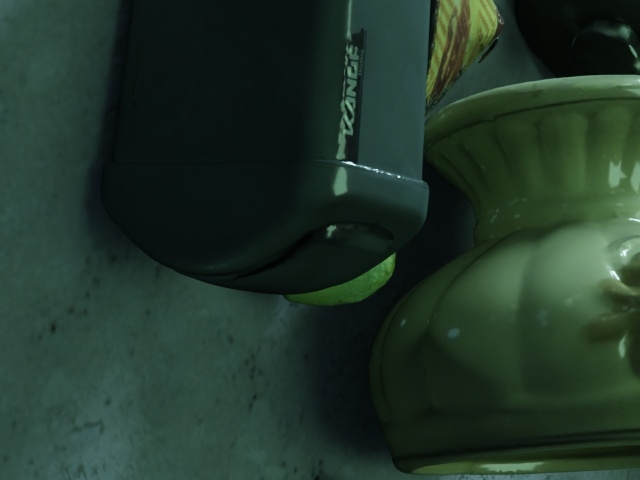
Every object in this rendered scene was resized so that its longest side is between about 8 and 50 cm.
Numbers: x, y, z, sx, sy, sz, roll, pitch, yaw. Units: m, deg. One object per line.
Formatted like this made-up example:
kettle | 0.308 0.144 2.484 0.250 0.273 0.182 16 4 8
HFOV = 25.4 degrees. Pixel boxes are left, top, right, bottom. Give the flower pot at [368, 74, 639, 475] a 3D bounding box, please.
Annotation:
flower pot | 0.180 0.029 0.962 0.307 0.307 0.244 11 71 -51

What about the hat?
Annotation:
hat | 0.073 -0.136 0.862 0.082 0.193 0.193 4 93 -14

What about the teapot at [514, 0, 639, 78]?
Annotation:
teapot | 0.274 -0.273 1.121 0.270 0.200 0.337 43 61 -16

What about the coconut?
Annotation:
coconut | 0.000 0.000 0.887 0.088 0.096 0.088 -175 -90 -89

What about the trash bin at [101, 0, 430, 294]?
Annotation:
trash bin | -0.026 -0.090 0.768 0.101 0.176 0.236 9 85 -48
